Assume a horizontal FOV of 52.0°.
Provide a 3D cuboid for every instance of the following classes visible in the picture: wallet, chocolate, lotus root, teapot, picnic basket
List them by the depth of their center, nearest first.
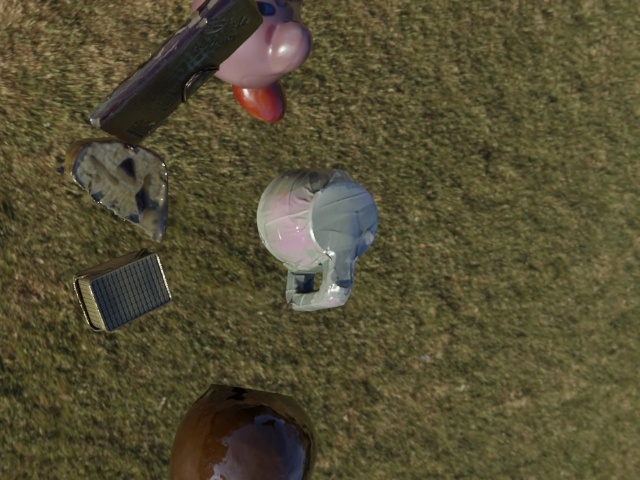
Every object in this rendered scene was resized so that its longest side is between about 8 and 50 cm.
[{"bbox_3d":[-0.080,0.236,0.687,0.176,0.177,0.177,-8,106,-29],"label":"chocolate"},{"bbox_3d":[-0.162,-0.205,0.777,0.232,0.122,0.031,-43,81,7],"label":"wallet"},{"bbox_3d":[-0.010,-0.009,1.010,0.163,0.178,0.222,33,79,-24],"label":"teapot"},{"bbox_3d":[-0.379,0.093,1.264,0.164,0.079,0.115,-27,110,-37],"label":"picnic basket"},{"bbox_3d":[-0.411,-0.127,1.393,0.260,0.074,0.170,33,81,-31],"label":"lotus root"}]

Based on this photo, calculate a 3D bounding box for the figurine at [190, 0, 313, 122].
[{"bbox_3d":[-0.142,-0.392,1.243,0.211,0.261,0.270,2,78,-16],"label":"figurine"}]
